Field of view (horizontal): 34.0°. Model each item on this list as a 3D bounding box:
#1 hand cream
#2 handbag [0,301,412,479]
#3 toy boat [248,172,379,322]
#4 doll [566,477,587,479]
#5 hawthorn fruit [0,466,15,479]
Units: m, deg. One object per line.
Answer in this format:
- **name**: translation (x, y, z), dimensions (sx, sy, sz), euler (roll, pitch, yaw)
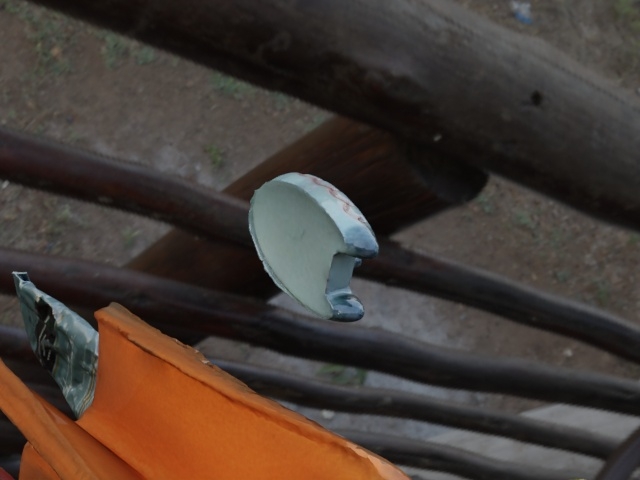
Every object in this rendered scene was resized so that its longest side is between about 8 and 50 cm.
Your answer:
- **hand cream**: translation (-0.152, 0.112, 0.782), dimensions (0.052, 0.075, 0.248), euler (-11, 38, -43)
- **handbag**: translation (-0.039, 0.260, 0.583), dimensions (0.116, 0.303, 0.410), euler (-26, 120, -29)
- **toy boat**: translation (0.000, 0.000, 1.139), dimensions (0.079, 0.208, 0.134), euler (-9, 119, -32)
- **doll**: translation (0.216, 0.268, 0.792), dimensions (0.209, 0.137, 0.097), euler (62, 11, -9)
- **hawthorn fruit**: translation (-0.431, 0.344, 1.127), dimensions (0.287, 0.330, 0.287), euler (12, 72, -41)
